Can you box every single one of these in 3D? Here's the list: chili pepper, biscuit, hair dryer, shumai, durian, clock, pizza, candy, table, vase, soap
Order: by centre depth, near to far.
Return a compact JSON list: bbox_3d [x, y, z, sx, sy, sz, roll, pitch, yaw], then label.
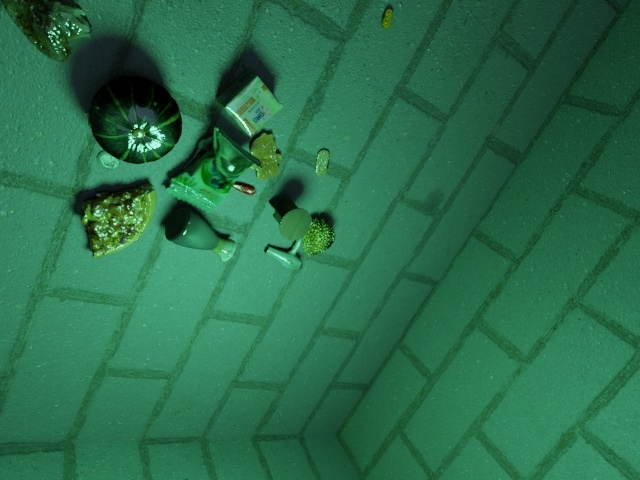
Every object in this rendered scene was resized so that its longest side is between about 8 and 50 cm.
[{"bbox_3d":[-0.870,-0.722,1.403,0.218,0.183,0.186,46,56,-30],"label":"shumai"},{"bbox_3d":[-0.856,-0.323,1.742,0.074,0.010,0.083,-41,130,0],"label":"clock"},{"bbox_3d":[-0.296,-0.578,1.817,0.199,0.138,0.182,-44,132,1],"label":"soap"},{"bbox_3d":[-0.861,-0.096,1.830,0.409,0.114,0.278,-45,136,-1],"label":"pizza"},{"bbox_3d":[-0.473,-0.288,1.895,0.398,0.172,0.262,-43,128,18],"label":"candy"},{"bbox_3d":[-0.263,-0.395,2.023,0.165,0.036,0.226,-23,126,-16],"label":"biscuit"},{"bbox_3d":[-0.551,-0.015,2.032,0.173,0.173,0.321,-48,137,6],"label":"vase"},{"bbox_3d":[-0.375,-0.252,2.056,0.178,0.027,0.045,20,109,-36],"label":"chili pepper"},{"bbox_3d":[-0.164,-0.128,2.128,0.167,0.227,0.167,-14,125,-22],"label":"table"},{"bbox_3d":[0.010,-0.392,2.194,0.071,0.018,0.147,-7,124,-24],"label":"biscuit"},{"bbox_3d":[-0.182,0.022,2.334,0.229,0.092,0.267,8,101,-27],"label":"hair dryer"},{"bbox_3d":[0.000,0.000,2.336,0.193,0.137,0.238,-53,151,-42],"label":"durian"}]

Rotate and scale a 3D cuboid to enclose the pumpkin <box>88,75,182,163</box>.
[{"bbox_3d":[-0.685,-0.444,1.610,0.322,0.241,0.324,-14,123,-21],"label":"pumpkin"}]

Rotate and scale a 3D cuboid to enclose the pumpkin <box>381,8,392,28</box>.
[{"bbox_3d":[0.298,-1.002,1.956,0.050,0.028,0.083,12,104,-37],"label":"pumpkin"}]
